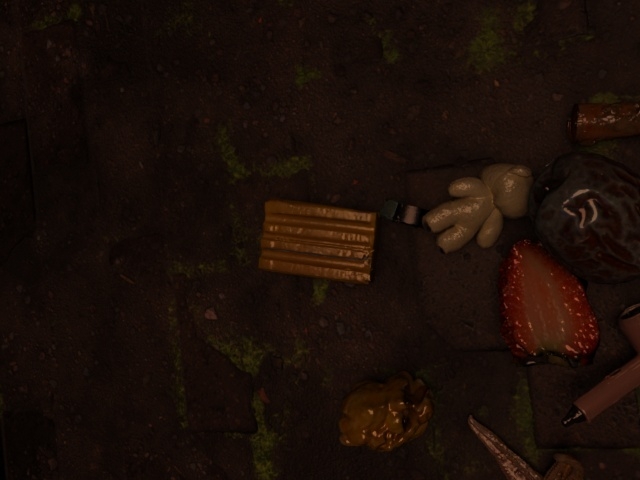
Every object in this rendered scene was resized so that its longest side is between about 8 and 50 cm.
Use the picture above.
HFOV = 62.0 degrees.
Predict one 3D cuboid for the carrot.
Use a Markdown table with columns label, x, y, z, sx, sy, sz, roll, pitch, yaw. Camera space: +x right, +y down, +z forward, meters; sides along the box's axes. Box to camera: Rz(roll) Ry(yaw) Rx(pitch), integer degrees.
| label | x | y | z | sx | sy | sz | roll | pitch | yaw |
| --- | --- | --- | --- | --- | --- | --- | --- | --- | --- |
| carrot | 0.713 | -0.280 | 1.229 | 0.263 | 0.102 | 0.101 | -2 | 90 | 12 |

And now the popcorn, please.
| label | x | y | z | sx | sy | sz | roll | pitch | yaw |
| --- | --- | --- | --- | --- | --- | --- | --- | --- | --- |
| popcorn | 0.170 | 0.443 | 1.357 | 0.254 | 0.191 | 0.190 | -19 | 99 | 9 |

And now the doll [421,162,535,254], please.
| label | x | y | z | sx | sy | sz | roll | pitch | yaw |
| --- | --- | --- | --- | --- | --- | --- | --- | --- | --- |
| doll | 0.385 | -0.086 | 1.309 | 0.278 | 0.175 | 0.149 | -31 | 49 | 10 |

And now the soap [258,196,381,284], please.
| label | x | y | z | sx | sy | sz | roll | pitch | yaw |
| --- | --- | --- | --- | --- | --- | --- | --- | --- | --- |
| soap | 0.001 | 0.000 | 1.453 | 0.325 | 0.096 | 0.204 | 8 | 93 | 18 |

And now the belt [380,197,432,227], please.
| label | x | y | z | sx | sy | sz | roll | pitch | yaw |
| --- | --- | --- | --- | --- | --- | --- | --- | --- | --- |
| belt | 0.222 | -0.067 | 1.376 | 0.140 | 0.105 | 0.058 | 19 | 97 | 27 |

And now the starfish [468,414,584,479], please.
| label | x | y | z | sx | sy | sz | roll | pitch | yaw |
| --- | --- | --- | --- | --- | --- | --- | --- | --- | --- |
| starfish | 0.501 | 0.644 | 1.282 | 0.384 | 0.132 | 0.398 | 16 | 109 | 24 |

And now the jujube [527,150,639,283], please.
| label | x | y | z | sx | sy | sz | roll | pitch | yaw |
| --- | --- | --- | --- | --- | --- | --- | --- | --- | --- |
| jujube | 0.610 | -0.040 | 1.165 | 0.308 | 0.215 | 0.246 | 29 | 100 | -10 |

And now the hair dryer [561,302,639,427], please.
| label | x | y | z | sx | sy | sz | roll | pitch | yaw |
| --- | --- | --- | --- | --- | --- | --- | --- | --- | --- |
| hair dryer | 0.664 | 0.297 | 1.181 | 0.344 | 0.107 | 0.189 | -32 | 83 | -8 |

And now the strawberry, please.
| label | x | y | z | sx | sy | sz | roll | pitch | yaw |
| --- | --- | --- | --- | --- | --- | --- | --- | --- | --- |
| strawberry | 0.530 | 0.156 | 1.280 | 0.234 | 0.137 | 0.306 | -1 | 71 | -3 |
